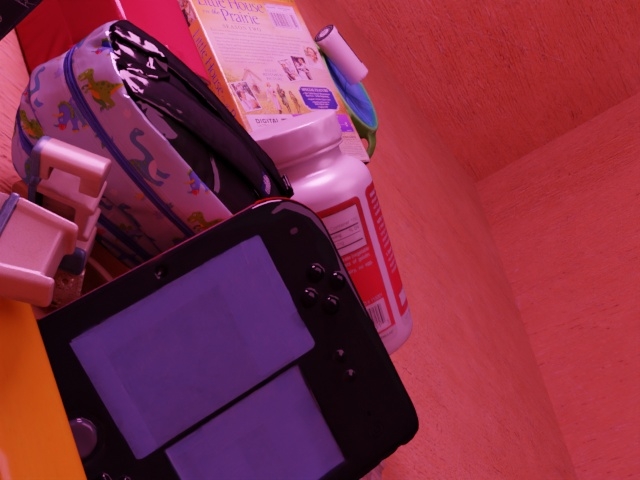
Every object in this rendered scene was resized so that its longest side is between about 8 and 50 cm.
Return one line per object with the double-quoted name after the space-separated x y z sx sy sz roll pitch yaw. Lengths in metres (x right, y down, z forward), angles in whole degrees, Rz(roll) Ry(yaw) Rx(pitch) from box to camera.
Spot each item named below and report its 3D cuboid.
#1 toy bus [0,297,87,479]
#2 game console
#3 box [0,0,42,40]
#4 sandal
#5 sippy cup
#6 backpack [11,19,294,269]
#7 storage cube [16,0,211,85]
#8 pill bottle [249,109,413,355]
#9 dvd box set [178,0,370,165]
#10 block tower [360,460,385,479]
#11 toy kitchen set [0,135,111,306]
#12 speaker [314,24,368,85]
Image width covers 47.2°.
-0.270 0.222 0.612 0.108 0.130 0.333 9 55 -64 "toy bus"
-0.103 0.170 0.798 0.342 0.386 0.060 62 -22 -4 "game console"
-0.470 -0.361 0.865 0.247 0.163 0.142 24 38 -58 "box"
-0.312 0.040 0.865 0.079 0.088 0.240 -34 87 -38 "sandal"
-0.017 -0.300 1.726 0.240 0.224 0.306 30 36 -50 "sippy cup"
-0.200 -0.096 0.919 0.356 0.273 0.290 65 10 -48 "backpack"
-0.314 -0.294 1.102 0.215 0.183 0.193 14 49 -62 "storage cube"
0.000 0.000 1.243 0.229 0.228 0.408 -56 131 -67 "pill bottle"
-0.097 -0.318 1.471 0.307 0.062 0.421 -11 72 -46 "dvd box set"
0.020 0.425 1.064 0.091 0.097 0.335 54 24 -16 "block tower"
-0.298 0.005 0.711 0.122 0.207 0.166 20 55 -11 "toy kitchen set"
0.047 -0.410 1.629 0.136 0.055 0.055 45 26 -32 "speaker"
